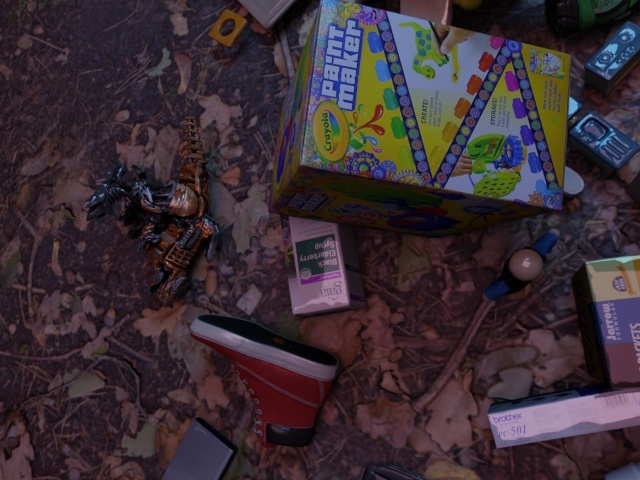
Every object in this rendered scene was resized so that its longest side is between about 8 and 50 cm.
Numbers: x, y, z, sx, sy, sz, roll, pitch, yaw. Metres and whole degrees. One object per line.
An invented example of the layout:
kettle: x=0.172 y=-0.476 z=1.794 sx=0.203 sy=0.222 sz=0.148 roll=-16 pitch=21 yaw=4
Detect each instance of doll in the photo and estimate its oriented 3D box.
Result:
doll: x=0.262 y=0.036 z=0.652 sx=0.129 sy=0.189 sz=0.046 roll=-47 pitch=68 yaw=9

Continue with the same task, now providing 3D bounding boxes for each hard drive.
hard drive: x=-0.210 y=0.388 z=0.865 sx=0.094 sy=0.022 sz=0.135 roll=29 pitch=92 yaw=23

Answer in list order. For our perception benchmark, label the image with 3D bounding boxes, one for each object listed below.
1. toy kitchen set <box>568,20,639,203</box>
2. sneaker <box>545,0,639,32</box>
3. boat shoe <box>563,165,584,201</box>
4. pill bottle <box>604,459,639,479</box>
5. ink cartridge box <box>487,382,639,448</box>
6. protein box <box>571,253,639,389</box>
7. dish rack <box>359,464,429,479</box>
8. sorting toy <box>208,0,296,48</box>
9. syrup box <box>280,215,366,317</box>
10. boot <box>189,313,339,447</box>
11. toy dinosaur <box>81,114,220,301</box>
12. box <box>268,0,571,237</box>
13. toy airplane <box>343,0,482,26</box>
toy kitchen set: x=0.427 y=-0.171 z=0.660 sx=0.166 sy=0.122 sz=0.207 roll=-46 pitch=68 yaw=8
sneaker: x=0.409 y=-0.477 z=0.733 sx=0.146 sy=0.134 sz=0.343 roll=0 pitch=89 yaw=15
boat shoe: x=0.325 y=-0.107 z=0.735 sx=0.046 sy=0.038 sz=0.125 roll=-39 pitch=69 yaw=-10
pill bottle: x=0.489 y=0.251 z=0.529 sx=0.318 sy=0.176 sz=0.176 roll=-33 pitch=71 yaw=18
ink cartridge box: x=0.325 y=0.217 z=0.646 sx=0.207 sy=0.097 sz=0.046 roll=-17 pitch=75 yaw=17
protein box: x=0.415 y=0.086 z=0.578 sx=0.201 sy=0.200 sz=0.136 roll=-10 pitch=77 yaw=20
dish rack: x=0.105 y=0.469 z=0.701 sx=0.208 sy=0.074 sz=0.271 roll=18 pitch=87 yaw=22
sorting toy: x=-0.082 y=-0.508 z=0.963 sx=0.348 sy=0.047 sz=0.196 roll=-43 pitch=64 yaw=9
syrup box: x=0.000 y=0.000 z=0.812 sx=0.093 sy=0.096 sz=0.236 roll=-13 pitch=75 yaw=19
boot: x=-0.112 y=0.228 z=0.796 sx=0.244 sy=0.088 sz=0.176 roll=21 pitch=100 yaw=7
toy dinosaur: x=-0.278 y=-0.060 z=0.931 sx=0.218 sy=0.164 sz=0.322 roll=12 pitch=67 yaw=8
box: x=0.094 y=-0.120 z=0.637 sx=0.279 sy=0.290 sz=0.177 roll=9 pitch=83 yaw=-10
toy airplane: x=0.191 y=-0.431 z=0.754 sx=0.386 sy=0.272 sz=0.384 roll=-54 pitch=49 yaw=45
